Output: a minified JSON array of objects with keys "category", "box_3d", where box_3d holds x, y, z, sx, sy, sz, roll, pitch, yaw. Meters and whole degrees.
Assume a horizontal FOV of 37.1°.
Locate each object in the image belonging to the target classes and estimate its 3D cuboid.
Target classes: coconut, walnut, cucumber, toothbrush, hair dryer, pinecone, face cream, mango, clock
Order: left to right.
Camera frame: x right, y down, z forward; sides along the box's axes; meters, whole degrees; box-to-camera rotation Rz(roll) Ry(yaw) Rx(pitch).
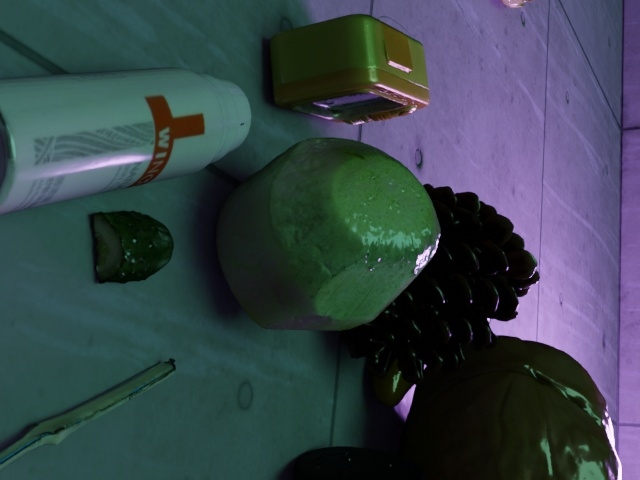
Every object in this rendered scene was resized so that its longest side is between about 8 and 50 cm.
[{"category":"toothbrush","box_3d":[-0.205,0.150,0.787,0.294,0.026,0.028,-32,134,-59]},{"category":"face cream","box_3d":[-0.168,-0.092,0.797,0.345,0.102,0.101,-22,107,-60]},{"category":"cucumber","box_3d":[-0.162,0.004,0.874,0.107,0.035,0.067,-8,93,-64]},{"category":"coconut","box_3d":[0.000,0.000,1.015,0.204,0.236,0.236,42,42,-10]},{"category":"clock","box_3d":[0.039,-0.203,1.163,0.202,0.143,0.096,3,83,-62]},{"category":"mango","box_3d":[0.105,0.187,1.350,0.080,0.060,0.114,63,40,-35]},{"category":"hair dryer","box_3d":[0.121,0.411,1.138,0.156,0.284,0.320,-87,173,-84]},{"category":"pinecone","box_3d":[0.138,0.062,1.262,0.292,0.246,0.246,-40,124,-40]},{"category":"walnut","box_3d":[0.262,0.335,1.369,0.354,0.308,0.397,-62,156,-61]}]

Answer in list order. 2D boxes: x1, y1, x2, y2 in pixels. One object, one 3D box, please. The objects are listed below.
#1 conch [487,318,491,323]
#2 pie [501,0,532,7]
[{"category":"conch","box_3d":[0.256,0.138,1.664,0.089,0.074,0.121,-16,124,-31]},{"category":"pie","box_3d":[0.396,-0.647,1.963,0.339,0.083,0.339,-4,90,-65]}]
